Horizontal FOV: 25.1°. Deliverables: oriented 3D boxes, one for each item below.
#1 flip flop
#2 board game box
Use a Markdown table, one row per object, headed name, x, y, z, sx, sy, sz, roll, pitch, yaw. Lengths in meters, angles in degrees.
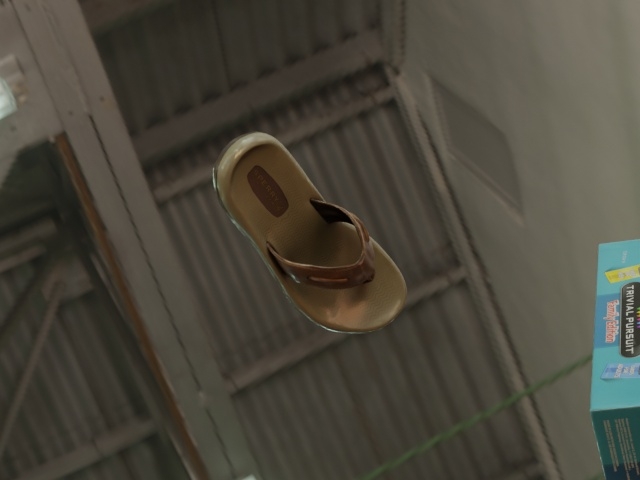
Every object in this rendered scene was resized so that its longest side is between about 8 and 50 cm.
| name | x | y | z | sx | sy | sz | roll | pitch | yaw |
| --- | --- | --- | --- | --- | --- | --- | --- | --- | --- |
| flip flop | 0.000 | 0.000 | 1.430 | 0.112 | 0.080 | 0.277 | -52 | -54 | -18 |
| board game box | 0.378 | 0.191 | 1.665 | 0.079 | 0.336 | 0.254 | -8 | -61 | 17 |
